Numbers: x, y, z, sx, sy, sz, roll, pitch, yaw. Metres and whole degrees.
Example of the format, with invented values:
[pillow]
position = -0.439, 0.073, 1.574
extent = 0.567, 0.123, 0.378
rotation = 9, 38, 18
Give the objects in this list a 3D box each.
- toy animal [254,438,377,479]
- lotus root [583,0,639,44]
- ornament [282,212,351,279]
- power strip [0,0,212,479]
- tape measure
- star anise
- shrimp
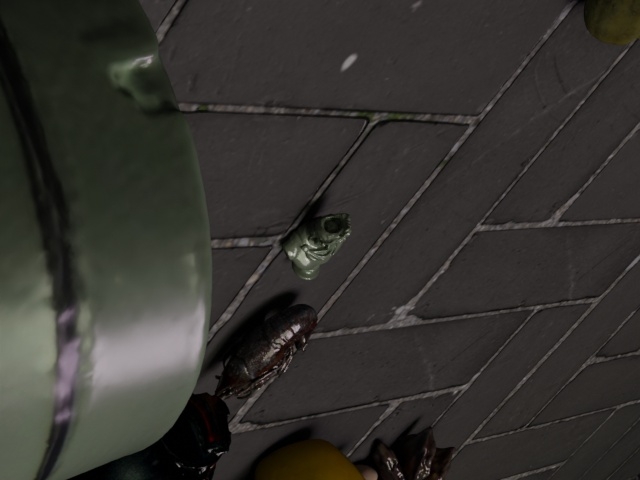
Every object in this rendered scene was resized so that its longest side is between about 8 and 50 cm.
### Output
[toy animal]
position = -0.037, 0.438, 1.968
extent = 0.345, 0.277, 0.247
rotation = -40, 169, -2
[lotus root]
position = 0.307, -0.257, 1.421
extent = 0.090, 0.077, 0.183
rotation = -26, 156, -39
[ornament]
position = -0.002, 0.002, 1.506
extent = 0.068, 0.041, 0.092
rotation = -28, 164, -7
[power strip]
position = -0.221, -0.013, 0.853
extent = 0.161, 0.357, 0.357
rotation = -17, 148, -35
[tape measure]
position = -0.213, 0.235, 1.524
extent = 0.223, 0.135, 0.202
rotation = -16, 158, -34
[star anise]
position = 0.104, 0.356, 2.195
extent = 0.209, 0.089, 0.231
rotation = -32, 144, 6
[shrimp]
position = -0.068, 0.125, 1.610
extent = 0.165, 0.056, 0.065
rotation = -43, 161, 19
